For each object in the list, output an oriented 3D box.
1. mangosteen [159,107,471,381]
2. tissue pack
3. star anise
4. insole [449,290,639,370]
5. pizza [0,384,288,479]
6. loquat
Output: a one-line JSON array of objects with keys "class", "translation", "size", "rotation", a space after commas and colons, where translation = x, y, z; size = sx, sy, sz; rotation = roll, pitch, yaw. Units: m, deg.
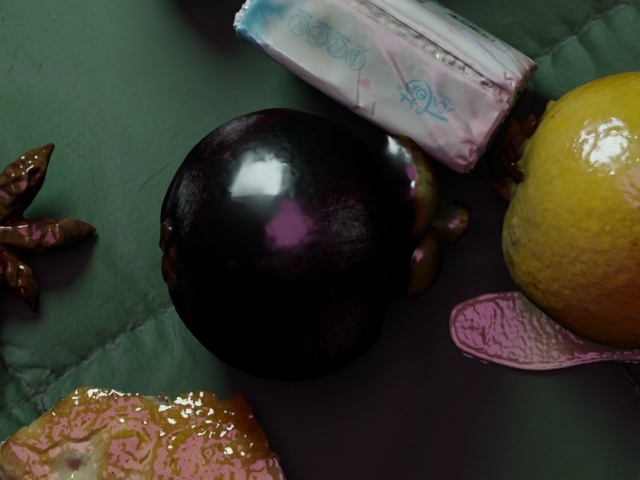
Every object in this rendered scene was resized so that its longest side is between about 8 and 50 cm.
[{"class": "mangosteen", "translation": [0.000, 0.000, 1.658], "size": [0.302, 0.275, 0.275], "rotation": [-9, 76, -17]}, {"class": "tissue pack", "translation": [0.067, -0.188, 1.707], "size": [0.271, 0.201, 0.124], "rotation": [31, 108, 5]}, {"class": "star anise", "translation": [-0.336, -0.015, 1.775], "size": [0.196, 0.111, 0.212], "rotation": [-23, 70, -7]}, {"class": "insole", "translation": [0.252, 0.089, 1.738], "size": [0.247, 0.011, 0.081], "rotation": [-1, 77, 5]}, {"class": "pizza", "translation": [-0.158, 0.231, 1.714], "size": [0.365, 0.074, 0.182], "rotation": [6, 80, 7]}, {"class": "loquat", "translation": [0.291, -0.037, 1.639], "size": [0.274, 0.275, 0.275], "rotation": [-1, 77, 5]}]
